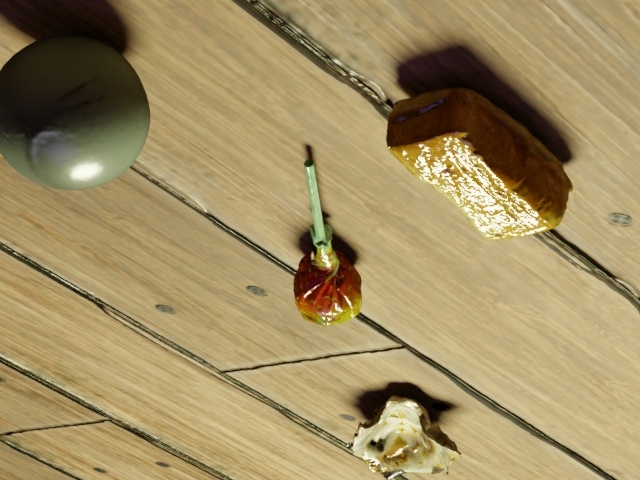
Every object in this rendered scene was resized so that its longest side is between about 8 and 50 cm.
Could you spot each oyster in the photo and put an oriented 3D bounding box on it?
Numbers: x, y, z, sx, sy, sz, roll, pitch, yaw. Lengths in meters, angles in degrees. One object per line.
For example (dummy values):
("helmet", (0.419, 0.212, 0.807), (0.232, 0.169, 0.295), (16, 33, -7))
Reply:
("oyster", (0.077, 0.192, 1.529), (0.103, 0.051, 0.148), (36, 141, -15))

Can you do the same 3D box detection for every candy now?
("candy", (0.000, 0.000, 1.194), (0.060, 0.060, 0.201), (9, 147, 12))

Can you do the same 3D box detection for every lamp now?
("lamp", (-0.164, -0.084, 1.038), (0.105, 0.105, 0.105), (12, 155, 6))

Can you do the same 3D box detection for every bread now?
("bread", (0.103, -0.050, 1.021), (0.074, 0.053, 0.132), (-17, 141, 41))
